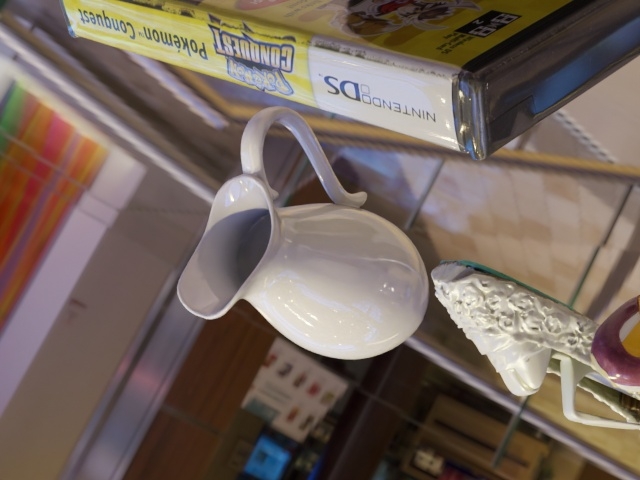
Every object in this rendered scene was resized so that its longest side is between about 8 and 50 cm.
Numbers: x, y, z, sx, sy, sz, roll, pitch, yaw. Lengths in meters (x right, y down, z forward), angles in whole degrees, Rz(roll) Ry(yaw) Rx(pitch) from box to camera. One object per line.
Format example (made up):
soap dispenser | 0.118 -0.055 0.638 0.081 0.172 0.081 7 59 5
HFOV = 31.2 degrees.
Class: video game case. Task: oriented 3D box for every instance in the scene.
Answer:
video game case | 0.060 -0.134 0.525 0.248 0.275 0.035 22 133 41

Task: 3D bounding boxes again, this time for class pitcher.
pitcher | 0.000 0.000 0.932 0.125 0.177 0.207 9 171 46

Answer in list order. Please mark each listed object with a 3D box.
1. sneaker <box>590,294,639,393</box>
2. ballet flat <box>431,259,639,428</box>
sneaker | 0.265 0.037 0.761 0.084 0.185 0.069 84 161 -56
ballet flat | 0.317 0.155 1.464 0.409 0.147 0.147 24 171 -13
